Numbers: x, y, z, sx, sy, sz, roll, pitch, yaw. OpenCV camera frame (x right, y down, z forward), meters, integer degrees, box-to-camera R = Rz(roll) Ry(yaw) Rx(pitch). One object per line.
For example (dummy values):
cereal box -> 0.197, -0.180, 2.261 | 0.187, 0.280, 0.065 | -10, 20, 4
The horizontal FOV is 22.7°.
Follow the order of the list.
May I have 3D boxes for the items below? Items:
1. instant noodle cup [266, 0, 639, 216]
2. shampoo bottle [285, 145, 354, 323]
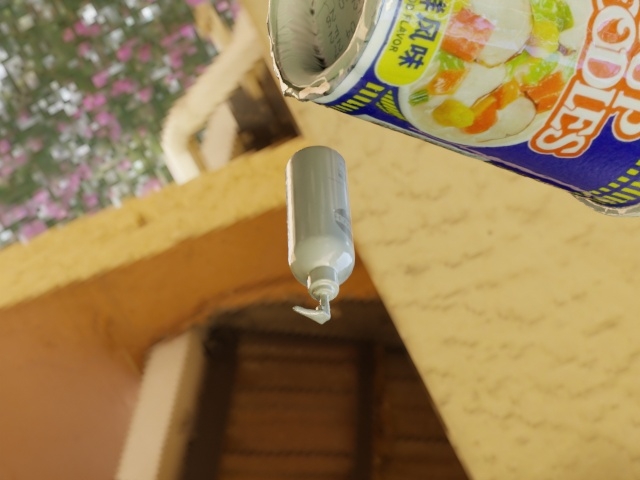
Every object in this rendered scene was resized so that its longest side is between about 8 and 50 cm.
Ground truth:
instant noodle cup -> 0.136, -0.176, 1.258 | 0.312, 0.284, 0.284 | 10, -172, -27
shampoo bottle -> 0.000, 0.000, 1.305 | 0.056, 0.056, 0.195 | -21, -142, 14
